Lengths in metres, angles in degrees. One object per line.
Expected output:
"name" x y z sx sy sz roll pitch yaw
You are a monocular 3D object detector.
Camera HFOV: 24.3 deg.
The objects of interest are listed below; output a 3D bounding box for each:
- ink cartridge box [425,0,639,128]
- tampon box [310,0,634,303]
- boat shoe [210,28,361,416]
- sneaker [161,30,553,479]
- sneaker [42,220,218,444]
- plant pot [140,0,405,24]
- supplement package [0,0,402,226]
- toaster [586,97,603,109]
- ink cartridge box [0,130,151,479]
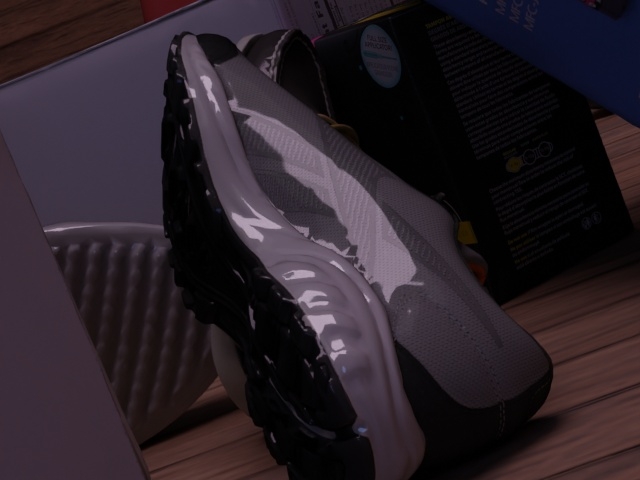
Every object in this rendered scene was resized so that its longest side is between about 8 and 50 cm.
"ink cartridge box" 0.176 -0.193 0.732 0.395 0.151 0.270 38 44 26
"tampon box" 0.075 -0.057 0.825 0.101 0.161 0.120 -26 9 -26
"boat shoe" -0.007 -0.020 0.748 0.069 0.081 0.227 -23 52 29
"sneaker" 0.000 0.001 0.633 0.108 0.100 0.271 -12 43 -21
"sneaker" -0.212 0.071 0.828 0.366 0.135 0.150 -20 12 7
"plant pot" -0.018 -0.132 1.235 0.275 0.243 0.275 -21 8 3
"supplement package" -0.064 -0.052 0.986 0.262 0.204 0.145 -15 9 36
"toaster" 0.304 -0.199 1.253 0.227 0.129 0.146 -16 8 38
"ink cartridge box" -0.220 0.099 0.464 0.198 0.197 0.270 -11 13 48
